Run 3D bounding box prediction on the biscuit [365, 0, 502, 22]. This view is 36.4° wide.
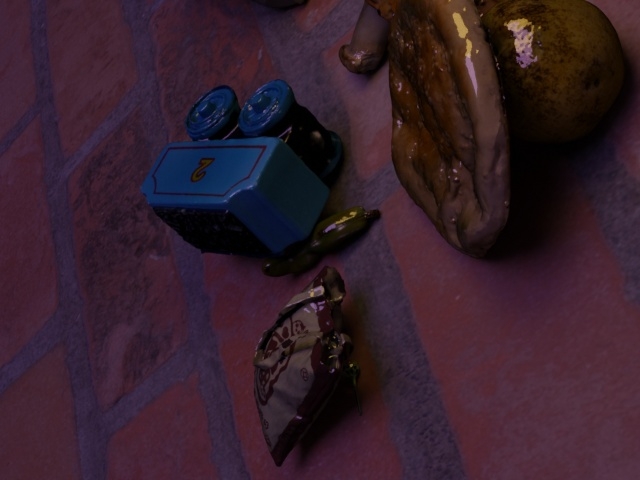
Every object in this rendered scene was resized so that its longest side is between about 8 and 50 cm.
[{"bbox_3d":[0.184,-0.441,1.437,0.289,0.081,0.334,-33,61,3],"label":"biscuit"}]

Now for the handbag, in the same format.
[{"bbox_3d":[-0.033,0.177,1.419,0.213,0.127,0.235,-94,24,-45],"label":"handbag"}]

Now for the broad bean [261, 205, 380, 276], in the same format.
[{"bbox_3d":[0.000,0.000,1.522,0.213,0.070,0.048,-32,76,21],"label":"broad bean"}]

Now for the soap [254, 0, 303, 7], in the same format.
[{"bbox_3d":[-0.144,-0.653,1.843,0.435,0.213,0.350,30,98,48],"label":"soap"}]

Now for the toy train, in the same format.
[{"bbox_3d":[-0.130,-0.110,1.579,0.300,0.188,0.265,3,59,45],"label":"toy train"}]

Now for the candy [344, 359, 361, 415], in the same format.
[{"bbox_3d":[0.049,0.213,1.410,0.025,0.023,0.083,-9,70,0],"label":"candy"}]

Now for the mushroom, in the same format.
[{"bbox_3d":[0.110,-0.368,1.559,0.225,0.093,0.116,-68,23,12],"label":"mushroom"}]

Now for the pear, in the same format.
[{"bbox_3d":[0.282,-0.225,1.241,0.197,0.197,0.197,-21,59,39],"label":"pear"}]

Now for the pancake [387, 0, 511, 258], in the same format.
[{"bbox_3d":[0.159,-0.161,1.276,0.387,0.082,0.387,169,90,-81],"label":"pancake"}]
